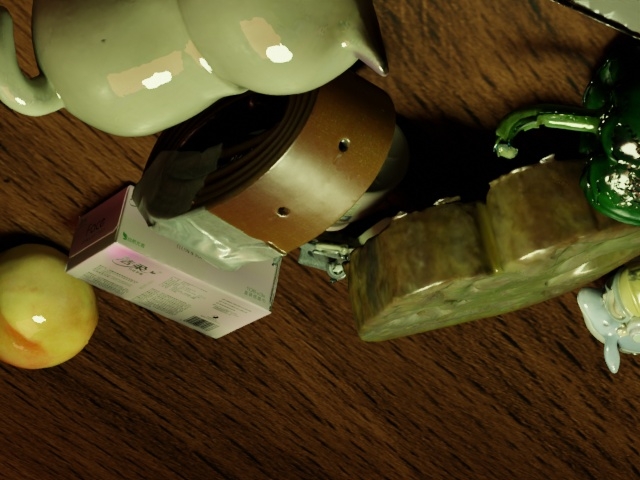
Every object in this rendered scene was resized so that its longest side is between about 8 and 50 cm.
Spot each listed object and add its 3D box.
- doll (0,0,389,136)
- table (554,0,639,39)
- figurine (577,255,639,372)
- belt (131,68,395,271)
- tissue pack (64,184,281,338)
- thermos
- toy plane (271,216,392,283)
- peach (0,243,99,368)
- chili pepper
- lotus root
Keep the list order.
[{"bbox_3d":[-0.120,-0.220,1.621,0.370,0.226,0.215,-14,113,23],"label":"doll"},{"bbox_3d":[0.329,-0.294,1.240,0.251,0.282,0.196,20,150,-17],"label":"table"},{"bbox_3d":[0.417,0.087,2.080,0.209,0.128,0.184,7,150,-11],"label":"figurine"},{"bbox_3d":[-0.065,-0.087,1.824,0.122,0.217,0.339,30,148,-30],"label":"belt"},{"bbox_3d":[-0.191,0.031,2.216,0.246,0.092,0.148,27,149,-27],"label":"tissue pack"},{"bbox_3d":[0.013,-0.069,1.947,0.137,0.105,0.193,-6,164,-15],"label":"thermos"},{"bbox_3d":[-0.001,0.011,2.123,0.262,0.088,0.192,3,176,22],"label":"toy plane"},{"bbox_3d":[-0.397,0.095,2.330,0.184,0.184,0.184,8,152,5],"label":"peach"},{"bbox_3d":[0.313,-0.110,1.694,0.261,0.173,0.165,12,150,-10],"label":"chili pepper"},{"bbox_3d":[0.213,0.017,1.919,0.391,0.111,0.375,-23,166,23],"label":"lotus root"}]
